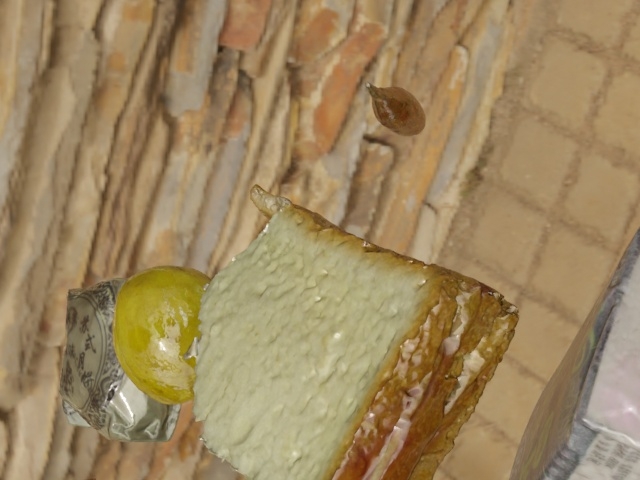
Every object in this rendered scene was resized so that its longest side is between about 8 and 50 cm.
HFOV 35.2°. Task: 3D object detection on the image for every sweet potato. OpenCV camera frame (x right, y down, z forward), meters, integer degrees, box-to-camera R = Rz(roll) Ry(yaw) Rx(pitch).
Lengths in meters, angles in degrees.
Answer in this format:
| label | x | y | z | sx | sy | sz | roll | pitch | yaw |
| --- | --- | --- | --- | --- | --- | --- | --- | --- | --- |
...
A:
| label | x | y | z | sx | sy | sz | roll | pitch | yaw |
| --- | --- | --- | --- | --- | --- | --- | --- | --- | --- |
| sweet potato | 0.077 | -0.150 | 1.106 | 0.049 | 0.117 | 0.049 | -9 | 71 | 27 |

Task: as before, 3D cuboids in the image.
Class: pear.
| label | x | y | z | sx | sy | sz | roll | pitch | yaw |
| --- | --- | --- | --- | --- | --- | --- | --- | --- | --- |
| pear | -0.170 | 0.111 | 1.190 | 0.149 | 0.149 | 0.162 | -28 | 77 | 42 |

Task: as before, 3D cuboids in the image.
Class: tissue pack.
| label | x | y | z | sx | sy | sz | roll | pitch | yaw |
| --- | --- | --- | --- | --- | --- | --- | --- | --- | --- |
| tissue pack | 0.328 | 0.192 | 1.165 | 0.124 | 0.288 | 0.394 | 23 | 146 | 11 |

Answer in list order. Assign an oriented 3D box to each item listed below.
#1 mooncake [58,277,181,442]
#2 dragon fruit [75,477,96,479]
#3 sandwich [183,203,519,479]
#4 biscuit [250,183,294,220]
| label | x | y | z | sx | sy | sz | roll | pitch | yaw |
| --- | --- | --- | --- | --- | --- | --- | --- | --- | --- |
| mooncake | -0.322 | 0.186 | 1.574 | 0.254 | 0.136 | 0.250 | -10 | 78 | 56 |
| dragon fruit | -0.308 | 0.414 | 1.224 | 0.252 | 0.241 | 0.241 | -48 | 53 | -8 |
| sandwich | 0.002 | 0.118 | 0.991 | 0.325 | 0.131 | 0.262 | 23 | 84 | 49 |
| biscuit | -0.001 | 0.001 | 1.460 | 0.229 | 0.176 | 0.031 | 29 | 79 | 41 |
